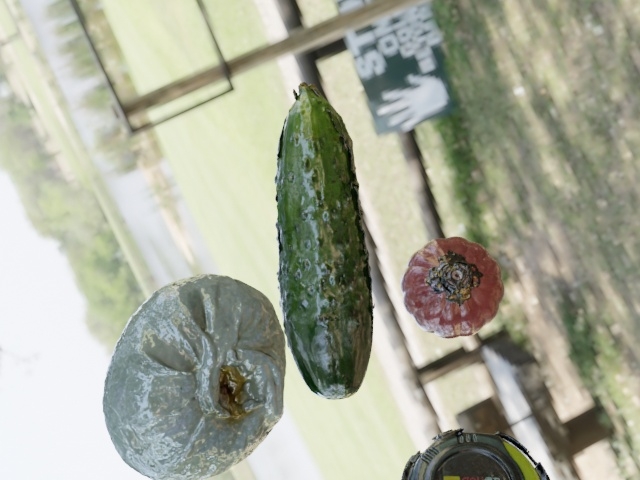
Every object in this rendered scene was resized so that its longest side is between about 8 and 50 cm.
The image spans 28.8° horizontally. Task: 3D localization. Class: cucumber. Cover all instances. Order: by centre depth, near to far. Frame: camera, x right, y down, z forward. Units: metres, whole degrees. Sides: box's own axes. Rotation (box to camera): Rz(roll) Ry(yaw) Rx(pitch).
[{"bbox_3d":[0.000,0.000,0.888,0.069,0.069,0.227,-178,84,-79],"label":"cucumber"}]

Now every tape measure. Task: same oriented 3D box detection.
[{"bbox_3d":[0.199,0.338,1.582,0.112,0.199,0.186,92,178,-57],"label":"tape measure"}]

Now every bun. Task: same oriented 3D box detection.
[{"bbox_3d":[-0.044,0.054,0.477,0.045,0.083,0.083,6,125,50],"label":"bun"}]

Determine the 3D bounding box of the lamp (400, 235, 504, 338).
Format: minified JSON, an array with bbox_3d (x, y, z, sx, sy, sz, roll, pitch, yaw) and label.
[{"bbox_3d":[0.135,0.048,1.284,0.107,0.107,0.092,61,171,14],"label":"lamp"}]
